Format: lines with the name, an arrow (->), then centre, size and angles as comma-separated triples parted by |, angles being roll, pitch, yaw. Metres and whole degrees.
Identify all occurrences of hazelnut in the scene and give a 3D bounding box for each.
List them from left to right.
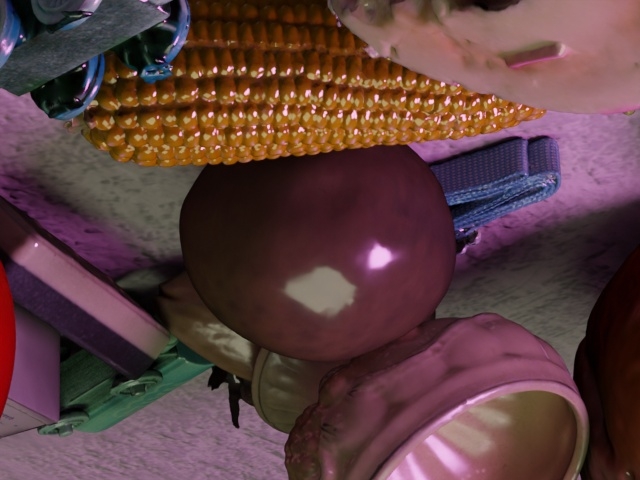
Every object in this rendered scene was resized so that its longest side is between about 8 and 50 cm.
hazelnut -> 0.393, 0.143, 1.937 | 0.315, 0.372, 0.372 | 25, 160, 21

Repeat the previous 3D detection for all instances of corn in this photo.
corn -> -0.013, -0.132, 1.562 | 0.387, 0.144, 0.144 | -4, 152, -7

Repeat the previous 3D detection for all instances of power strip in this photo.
power strip -> -0.245, 0.040, 1.871 | 0.070, 0.105, 0.257 | -51, 143, -2

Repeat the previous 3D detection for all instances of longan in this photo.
longan -> 0.000, 0.000, 1.732 | 0.248, 0.248, 0.248 | -3, 152, -2

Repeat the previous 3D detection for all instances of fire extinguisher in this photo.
fire extinguisher -> -0.036, 0.163, 2.142 | 0.075, 0.106, 0.252 | -42, 140, 15

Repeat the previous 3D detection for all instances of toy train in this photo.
toy train -> -0.179, -0.186, 1.402 | 0.203, 0.163, 0.112 | -22, 149, 32
toy train -> -0.207, 0.136, 2.095 | 0.159, 0.101, 0.248 | 2, 156, -45

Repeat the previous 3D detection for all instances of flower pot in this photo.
flower pot -> 0.076, 0.170, 1.906 | 0.307, 0.244, 0.307 | -22, 136, -23

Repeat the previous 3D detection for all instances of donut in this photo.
donut -> 0.156, -0.228, 1.321 | 0.307, 0.150, 0.371 | 24, 152, 9

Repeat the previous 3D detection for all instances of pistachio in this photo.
pistachio -> -0.079, 0.078, 1.987 | 0.185, 0.108, 0.126 | 23, 177, -28

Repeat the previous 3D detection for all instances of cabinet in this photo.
cabinet -> -0.382, 0.118, 1.962 | 0.206, 0.150, 0.145 | -17, 150, 25

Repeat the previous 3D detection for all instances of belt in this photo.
belt -> 0.145, -0.037, 1.839 | 0.179, 0.065, 0.100 | -18, 139, 25

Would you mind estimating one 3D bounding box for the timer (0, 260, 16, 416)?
timer -> -0.439, 0.098, 1.670 | 0.378, 0.378, 0.279 | -15, 144, 19
